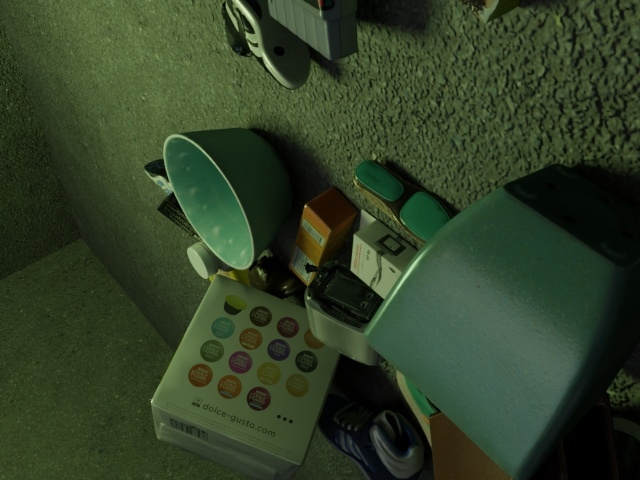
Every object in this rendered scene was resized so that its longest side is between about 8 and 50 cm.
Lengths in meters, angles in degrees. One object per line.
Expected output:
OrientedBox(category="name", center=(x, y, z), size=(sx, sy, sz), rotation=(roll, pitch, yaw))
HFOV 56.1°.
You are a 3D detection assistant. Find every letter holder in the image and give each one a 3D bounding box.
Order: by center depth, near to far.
OrientedBox(category="letter holder", center=(0.282, 0.347, 0.874), size=(0.302, 0.152, 0.214), rotation=(111, 160, -67))

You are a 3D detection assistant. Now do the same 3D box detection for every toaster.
OrientedBox(category="toaster", center=(0.061, 0.141, 1.154), size=(0.227, 0.129, 0.146), rotation=(22, 143, 20))

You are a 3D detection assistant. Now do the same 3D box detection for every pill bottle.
OrientedBox(category="pill bottle", center=(-0.213, 0.009, 1.420), size=(0.112, 0.187, 0.112), rotation=(39, 148, 30))

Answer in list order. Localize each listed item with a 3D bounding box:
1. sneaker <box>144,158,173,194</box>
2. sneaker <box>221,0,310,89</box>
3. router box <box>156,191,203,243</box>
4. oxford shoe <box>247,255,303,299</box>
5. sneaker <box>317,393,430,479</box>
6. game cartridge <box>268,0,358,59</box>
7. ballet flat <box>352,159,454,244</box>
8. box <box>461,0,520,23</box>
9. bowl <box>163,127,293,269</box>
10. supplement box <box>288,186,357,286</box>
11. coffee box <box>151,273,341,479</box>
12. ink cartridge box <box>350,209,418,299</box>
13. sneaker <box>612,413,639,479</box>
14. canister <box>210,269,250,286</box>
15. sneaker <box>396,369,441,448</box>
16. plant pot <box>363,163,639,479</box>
OrientedBox(category="sneaker", center=(-0.430, -0.166, 1.702), size=(0.211, 0.080, 0.081), rotation=(35, 144, 37))
OrientedBox(category="sneaker", center=(-0.092, -0.324, 1.008), size=(0.217, 0.079, 0.121), rotation=(61, 157, 9))
OrientedBox(category="router box", center=(-0.358, -0.059, 1.668), size=(0.179, 0.046, 0.133), rotation=(40, 156, -17))
OrientedBox(category="oxford shoe", center=(-0.124, 0.090, 1.479), size=(0.227, 0.083, 0.096), rotation=(8, 122, 54))
OrientedBox(category="sneaker", center=(0.118, 0.435, 1.425), size=(0.323, 0.130, 0.236), rotation=(44, 140, 33))
OrientedBox(category="game cartridge", center=(-0.033, -0.430, 0.751), size=(0.230, 0.068, 0.355), rotation=(-122, 19, -48))
OrientedBox(category="ballet flat", center=(0.136, -0.054, 0.944), size=(0.206, 0.073, 0.067), rotation=(46, 178, 26))
OrientedBox(category="box", center=(0.130, -0.344, 0.640), size=(0.232, 0.058, 0.087), rotation=(49, 152, 16))
OrientedBox(category="bowl", center=(-0.172, -0.110, 1.257), size=(0.311, 0.163, 0.311), rotation=(40, 148, 31))
OrientedBox(category="supplement box", center=(0.000, 0.000, 1.189), size=(0.080, 0.078, 0.233), rotation=(46, 151, 15))
OrientedBox(category="coffee box", center=(-0.168, 0.340, 1.425), size=(0.338, 0.334, 0.338), rotation=(22, 148, 1))
OrientedBox(category="ink cartridge box", center=(0.112, 0.039, 1.065), size=(0.180, 0.060, 0.104), rotation=(40, 149, 29))
OrientedBox(category="sneaker", center=(0.410, 0.359, 0.861), size=(0.078, 0.106, 0.234), rotation=(16, 133, 30))
OrientedBox(category="canister", center=(-0.240, 0.113, 1.698), size=(0.126, 0.073, 0.170), rotation=(59, 151, -5))
OrientedBox(category="sneaker", center=(0.255, 0.338, 1.099), size=(0.302, 0.108, 0.121), rotation=(55, 157, 7))
OrientedBox(category="plant pot", center=(0.245, 0.059, 0.694), size=(0.248, 0.247, 0.252), rotation=(41, 132, 28))
